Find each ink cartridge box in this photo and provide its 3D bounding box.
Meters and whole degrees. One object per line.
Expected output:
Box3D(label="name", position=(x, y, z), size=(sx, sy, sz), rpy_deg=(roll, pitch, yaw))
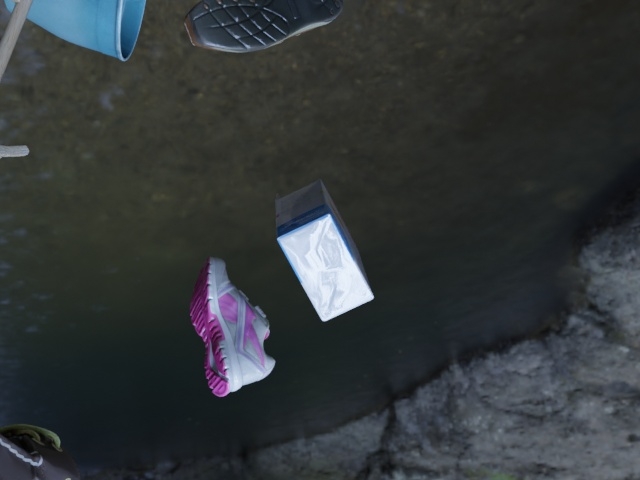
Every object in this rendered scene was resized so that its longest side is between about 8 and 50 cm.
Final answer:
Box3D(label="ink cartridge box", position=(0.000, 0.000, 0.843), size=(0.062, 0.104, 0.181), rpy_deg=(-26, -162, 5))

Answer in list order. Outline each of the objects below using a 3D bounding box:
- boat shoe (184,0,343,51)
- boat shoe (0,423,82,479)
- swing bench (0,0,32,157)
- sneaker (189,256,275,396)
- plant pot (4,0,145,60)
Box3D(label="boat shoe", position=(-0.108, -0.418, 1.456), size=(0.324, 0.122, 0.120), rpy_deg=(-21, -174, -30))
Box3D(label="boat shoe", position=(-0.250, 0.213, 0.633), size=(0.117, 0.096, 0.324), rpy_deg=(-2, 137, 17))
Box3D(label="swing bench", position=(-0.538, -0.247, 1.067), size=(0.253, 0.254, 0.165), rpy_deg=(6, -178, 37))
Box3D(label="sneaker", position=(-0.150, 0.143, 1.318), size=(0.111, 0.252, 0.103), rpy_deg=(-1, 151, -30))
Box3D(label="plant pot", position=(-0.517, -0.545, 1.621), size=(0.256, 0.271, 0.271), rpy_deg=(12, 156, -7))
